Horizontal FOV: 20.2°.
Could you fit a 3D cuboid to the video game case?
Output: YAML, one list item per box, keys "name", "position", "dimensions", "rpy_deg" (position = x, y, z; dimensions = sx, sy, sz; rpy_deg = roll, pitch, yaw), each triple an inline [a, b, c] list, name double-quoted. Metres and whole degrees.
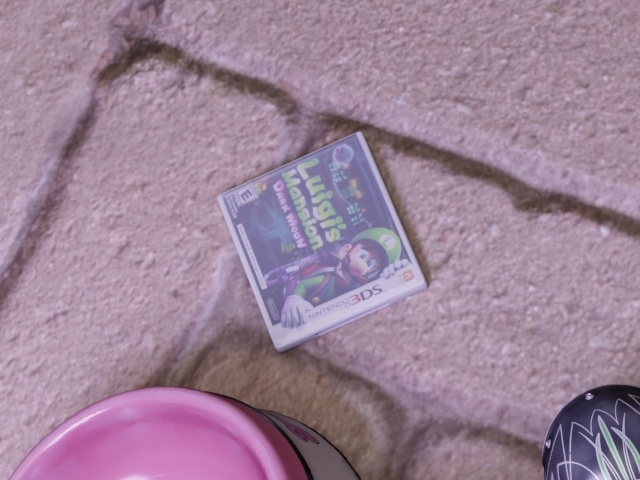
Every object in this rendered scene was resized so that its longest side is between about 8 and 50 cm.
- name: "video game case"
  position: [0.000, 0.000, 1.900]
  dimensions: [0.173, 0.022, 0.190]
  rpy_deg: [-24, 68, 5]

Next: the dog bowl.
- name: "dog bowl"
  position: [-0.152, 0.318, 1.709]
  dimensions: [0.408, 0.150, 0.408]
  rpy_deg: [-13, 56, 20]

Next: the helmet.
- name: "helmet"
  position: [0.287, 0.223, 1.681]
  dimensions: [0.169, 0.161, 0.169]
  rpy_deg: [-4, 71, 12]
